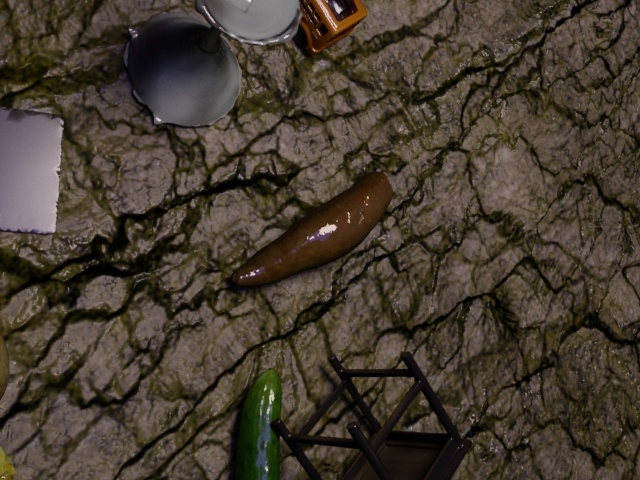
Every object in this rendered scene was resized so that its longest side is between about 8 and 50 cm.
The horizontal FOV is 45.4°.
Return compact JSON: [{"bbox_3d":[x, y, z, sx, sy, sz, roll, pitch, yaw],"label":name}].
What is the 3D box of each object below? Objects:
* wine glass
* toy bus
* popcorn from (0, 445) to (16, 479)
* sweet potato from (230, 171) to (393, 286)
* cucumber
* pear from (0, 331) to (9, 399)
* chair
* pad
[{"bbox_3d":[-0.118,-0.228,0.845,0.156,0.232,0.156,5,79,-26],"label":"wine glass"},{"bbox_3d":[-0.025,-0.348,0.992,0.083,0.088,0.194,-37,99,-25],"label":"toy bus"},{"bbox_3d":[-0.345,0.223,0.758,0.083,0.059,0.068,23,101,3],"label":"popcorn"},{"bbox_3d":[0.000,0.000,0.957,0.243,0.077,0.077,-37,98,-23],"label":"sweet potato"},{"bbox_3d":[-0.071,0.274,0.884,0.056,0.056,0.250,6,76,-25],"label":"cucumber"},{"bbox_3d":[-0.382,0.117,0.711,0.167,0.136,0.167,8,75,-29],"label":"pear"},{"bbox_3d":[0.086,0.273,0.894,0.141,0.154,0.260,-45,112,-37],"label":"chair"},{"bbox_3d":[-0.388,-0.082,0.817,0.211,0.003,0.143,6,79,-25],"label":"pad"}]
